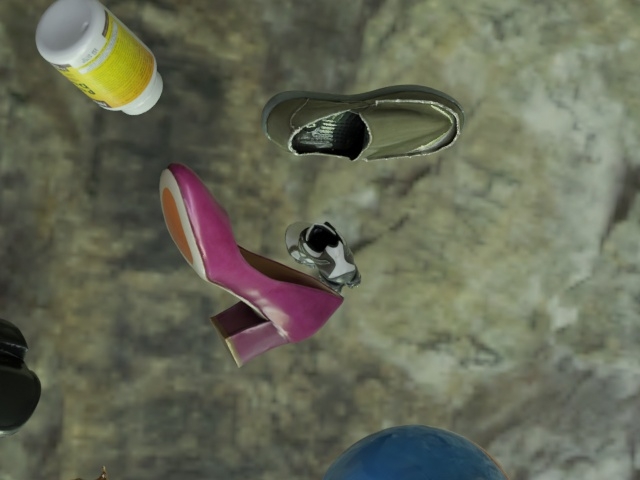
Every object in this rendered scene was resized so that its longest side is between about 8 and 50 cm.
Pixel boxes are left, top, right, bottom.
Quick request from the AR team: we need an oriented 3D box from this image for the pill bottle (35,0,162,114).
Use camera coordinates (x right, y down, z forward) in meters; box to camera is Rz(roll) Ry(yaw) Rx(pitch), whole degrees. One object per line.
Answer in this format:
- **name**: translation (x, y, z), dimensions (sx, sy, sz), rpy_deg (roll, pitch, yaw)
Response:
- **pill bottle**: translation (-0.326, -0.274, 2.380), dimensions (0.117, 0.215, 0.117), rpy_deg (-11, -117, 22)

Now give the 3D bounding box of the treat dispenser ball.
- **treat dispenser ball**: translation (0.125, 0.387, 2.072), dimensions (0.288, 0.288, 0.288), rpy_deg (-16, -109, 57)

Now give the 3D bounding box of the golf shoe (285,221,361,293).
- **golf shoe**: translation (0.000, 0.000, 2.375), dimensions (0.198, 0.077, 0.094), rpy_deg (40, -28, 53)

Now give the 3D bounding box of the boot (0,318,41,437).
- **boot**: translation (-0.444, 0.247, 2.044), dimensions (0.229, 0.091, 0.263), rpy_deg (-65, -160, 20)

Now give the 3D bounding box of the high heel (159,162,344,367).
- **high heel**: translation (-0.090, 0.004, 2.100), dimensions (0.127, 0.181, 0.377), rpy_deg (52, -13, 39)

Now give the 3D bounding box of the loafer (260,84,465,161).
- **loafer**: translation (0.057, -0.128, 1.891), dimensions (0.087, 0.251, 0.094), rpy_deg (-112, -158, -54)

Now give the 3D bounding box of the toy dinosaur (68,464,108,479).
- **toy dinosaur**: translation (-0.342, 0.349, 2.147), dimensions (0.211, 0.112, 0.064), rpy_deg (74, 4, -76)
